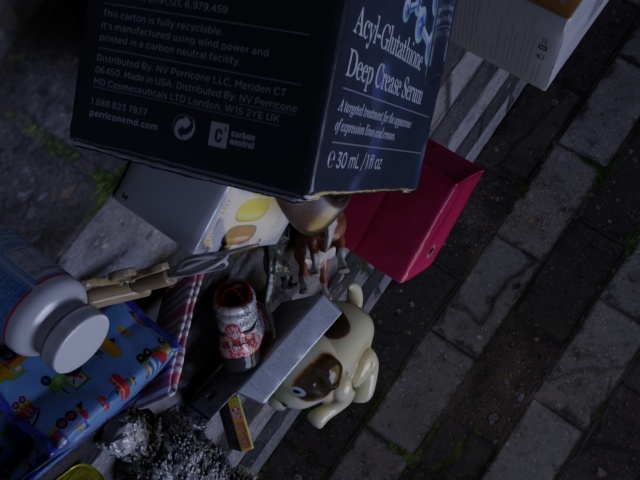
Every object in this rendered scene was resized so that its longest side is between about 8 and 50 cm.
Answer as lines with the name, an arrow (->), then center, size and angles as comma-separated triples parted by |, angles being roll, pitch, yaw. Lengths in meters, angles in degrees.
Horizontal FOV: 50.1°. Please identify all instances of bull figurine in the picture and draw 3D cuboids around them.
bull figurine -> 0.000, 0.000, 1.419 | 0.310, 0.101, 0.188 | 104, -16, -66

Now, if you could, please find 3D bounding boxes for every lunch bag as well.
lunch bag -> -0.350, 0.229, 0.933 | 0.221, 0.138, 0.293 | -42, 171, -46

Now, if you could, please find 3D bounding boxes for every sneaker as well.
sneaker -> -0.147, 0.133, 1.350 | 0.270, 0.090, 0.144 | -79, 164, -72

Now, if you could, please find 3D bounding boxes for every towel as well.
towel -> -0.223, 0.150, 1.024 | 0.144, 0.029, 0.197 | -34, -138, 55

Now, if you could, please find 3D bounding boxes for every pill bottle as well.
pill bottle -> -0.284, 0.054, 0.654 | 0.087, 0.160, 0.087 | -50, 163, -21

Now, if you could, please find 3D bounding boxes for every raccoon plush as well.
raccoon plush -> -0.265, 0.506, 1.365 | 0.216, 0.299, 0.446 | -55, 164, -4

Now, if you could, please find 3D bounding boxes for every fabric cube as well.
fabric cube -> 0.182, -0.099, 1.572 | 0.254, 0.259, 0.258 | -23, 144, -62

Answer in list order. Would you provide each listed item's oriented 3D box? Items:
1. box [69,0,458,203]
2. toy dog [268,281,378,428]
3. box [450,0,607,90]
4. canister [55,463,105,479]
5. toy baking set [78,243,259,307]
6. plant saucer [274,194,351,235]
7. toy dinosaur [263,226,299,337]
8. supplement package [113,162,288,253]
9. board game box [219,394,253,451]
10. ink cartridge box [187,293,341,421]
box -> -0.009, -0.248, 0.581 | 0.293, 0.212, 0.395 | -14, 117, -67
toy dog -> 0.007, 0.326, 1.878 | 0.395, 0.285, 0.408 | -61, 162, 16
box -> 0.214, -0.395, 0.900 | 0.215, 0.345, 0.168 | -54, 164, -9
canister -> -0.450, 0.488, 1.199 | 0.126, 0.073, 0.169 | -36, 156, -51
toy baking set -> -0.208, 0.050, 0.828 | 0.256, 0.030, 0.197 | -12, 177, -35
plant saucer -> -0.008, -0.162, 0.926 | 0.311, 0.050, 0.310 | -5, 90, -70
toy dinosaur -> -0.084, 0.049, 1.341 | 0.118, 0.064, 0.268 | -4, 96, -78
supplement package -> -0.128, -0.077, 0.910 | 0.139, 0.134, 0.244 | -60, 164, 13
board game box -> -0.208, 0.434, 1.628 | 0.039, 0.124, 0.259 | -15, 169, -15
ink cartridge box -> -0.127, 0.257, 1.449 | 0.330, 0.071, 0.324 | -48, -172, -17
